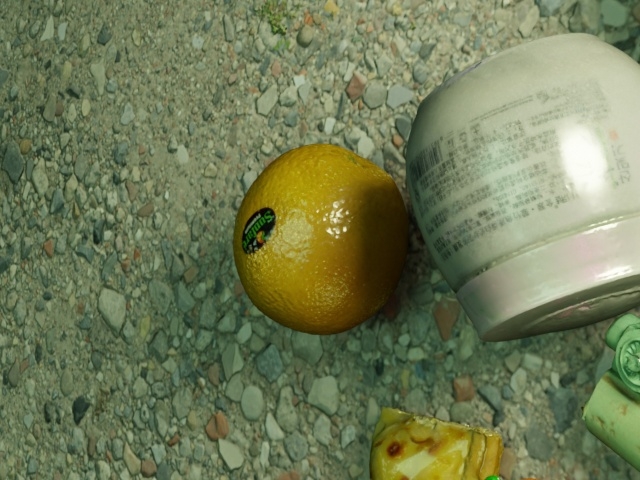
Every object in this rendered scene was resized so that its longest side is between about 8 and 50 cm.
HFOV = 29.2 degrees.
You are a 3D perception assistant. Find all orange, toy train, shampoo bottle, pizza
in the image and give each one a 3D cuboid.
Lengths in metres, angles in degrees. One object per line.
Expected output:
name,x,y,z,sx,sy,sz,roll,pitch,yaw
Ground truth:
orange,0.000,0.000,1.511,0.236,0.236,0.236,-7,80,46
toy train,0.376,0.191,1.180,0.285,0.116,0.177,39,125,41
shampoo bottle,0.232,-0.045,1.231,0.273,0.273,0.266,-28,74,41
pizza,0.116,0.298,1.451,0.188,0.080,0.204,15,97,47

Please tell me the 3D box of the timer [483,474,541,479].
timer,0.211,0.312,1.340,0.136,0.099,0.136,-21,58,38
